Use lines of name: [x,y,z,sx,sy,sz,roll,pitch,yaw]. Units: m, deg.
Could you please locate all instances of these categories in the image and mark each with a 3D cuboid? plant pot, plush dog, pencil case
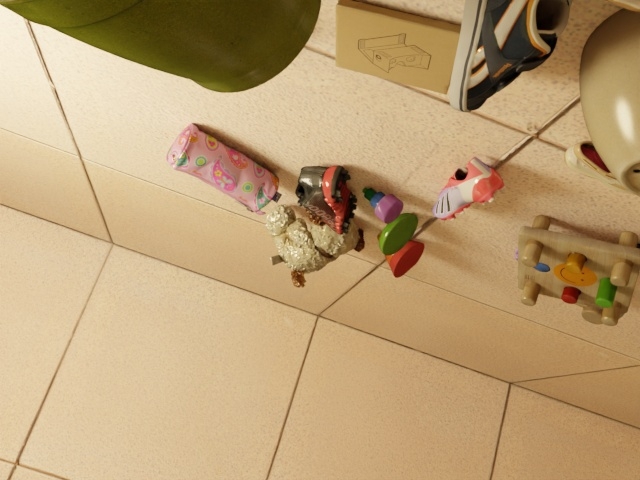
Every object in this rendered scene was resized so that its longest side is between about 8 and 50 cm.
plant pot: [0.484,-0.162,0.870,0.284,0.190,0.284,17,161,6]
plush dog: [0.000,0.000,1.820,0.225,0.210,0.262,-32,135,32]
plant pot: [-0.173,-0.355,0.764,0.367,0.366,0.353,8,171,27]
pencil case: [-0.236,-0.172,1.611,0.284,0.124,0.124,30,158,-30]

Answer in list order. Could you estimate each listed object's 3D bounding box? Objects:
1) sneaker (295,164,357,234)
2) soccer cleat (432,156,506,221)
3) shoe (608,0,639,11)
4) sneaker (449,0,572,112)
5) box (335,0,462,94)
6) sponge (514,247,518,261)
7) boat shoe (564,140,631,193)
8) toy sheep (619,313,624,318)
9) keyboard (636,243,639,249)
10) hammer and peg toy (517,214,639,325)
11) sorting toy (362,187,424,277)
sneaker: [0.012,-0.104,1.609,0.135,0.097,0.276,12,158,16]
soccer cleat: [0.300,-0.109,1.390,0.095,0.083,0.248,51,162,-3]
shoe: [0.344,-0.300,0.715,0.219,0.076,0.058,2,-178,-11]
sneaker: [0.254,-0.270,0.875,0.128,0.126,0.321,20,160,13]
box: [0.122,-0.309,1.048,0.201,0.021,0.164,15,161,6]
sponge: [0.603,0.054,1.613,0.210,0.031,0.117,-2,152,45]
boat shoe: [0.515,-0.128,1.131,0.170,0.063,0.059,18,167,3]
toy sheep: [0.762,0.172,1.718,0.091,0.091,0.132,16,156,6]
keyboard: [0.757,0.033,1.430,0.180,0.023,0.108,1,148,43]
hammer and peg toy: [0.582,0.100,1.512,0.266,0.127,0.361,14,151,23]
sorting toy: [0.173,-0.035,1.702,0.126,0.127,0.365,42,171,30]
